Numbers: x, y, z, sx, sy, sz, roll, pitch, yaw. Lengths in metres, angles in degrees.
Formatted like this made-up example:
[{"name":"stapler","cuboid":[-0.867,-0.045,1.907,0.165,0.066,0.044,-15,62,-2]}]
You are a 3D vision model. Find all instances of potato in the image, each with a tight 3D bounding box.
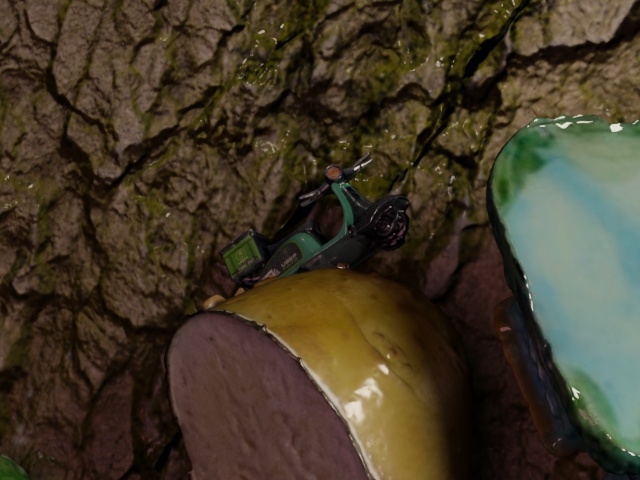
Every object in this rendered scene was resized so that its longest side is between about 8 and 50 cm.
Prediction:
[{"name":"potato","cuboid":[0.028,0.164,1.235,0.246,0.196,0.299,2,109,49]}]

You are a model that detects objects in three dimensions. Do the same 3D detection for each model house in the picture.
[{"name":"model house","cuboid":[0.214,0.077,1.133,0.226,0.241,0.261,-8,60,-17]}]

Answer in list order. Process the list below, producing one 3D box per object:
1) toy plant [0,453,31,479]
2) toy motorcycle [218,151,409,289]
[{"name":"toy plant","cuboid":[-0.394,0.225,1.439,0.235,0.218,0.175,19,101,46]},{"name":"toy motorcycle","cuboid":[0.000,0.000,1.356,0.173,0.058,0.100,-37,58,18]}]
